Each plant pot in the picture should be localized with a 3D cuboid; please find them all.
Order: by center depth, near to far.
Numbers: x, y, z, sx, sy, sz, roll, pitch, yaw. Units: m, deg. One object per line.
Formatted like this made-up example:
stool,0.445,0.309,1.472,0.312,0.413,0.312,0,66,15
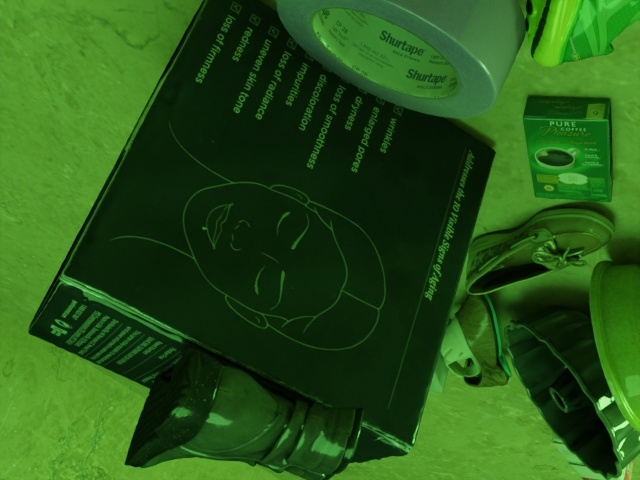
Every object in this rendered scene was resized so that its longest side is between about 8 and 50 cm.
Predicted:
plant pot,0.580,0.133,1.276,0.253,0.276,0.276,-19,134,34

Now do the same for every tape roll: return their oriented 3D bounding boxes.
tape roll,0.090,-0.248,0.975,0.274,0.090,0.275,25,171,5

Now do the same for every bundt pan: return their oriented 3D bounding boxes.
bundt pan,0.481,0.259,1.545,0.331,0.124,0.331,57,171,15

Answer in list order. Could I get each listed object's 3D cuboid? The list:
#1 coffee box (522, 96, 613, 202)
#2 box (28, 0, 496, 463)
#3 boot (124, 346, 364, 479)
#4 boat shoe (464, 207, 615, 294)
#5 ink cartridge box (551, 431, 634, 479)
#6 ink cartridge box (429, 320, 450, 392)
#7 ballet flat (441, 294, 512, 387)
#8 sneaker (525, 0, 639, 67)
coffee box,0.345,-0.123,1.171,0.113,0.040,0.184,5,149,25
box,-0.067,-0.006,1.183,0.471,0.480,0.297,28,152,-14
boot,-0.098,0.238,1.009,0.222,0.118,0.338,22,157,-15
boat shoe,0.351,0.026,1.378,0.104,0.089,0.285,32,149,-21
ink cartridge box,0.587,0.400,1.795,0.100,0.172,0.237,-3,144,37
ink cartridge box,0.113,0.167,1.741,0.271,0.130,0.309,8,150,25
ballet flat,0.303,0.214,1.698,0.124,0.116,0.342,-21,147,6
sneaker,0.302,-0.298,0.855,0.123,0.110,0.296,-3,151,-11
